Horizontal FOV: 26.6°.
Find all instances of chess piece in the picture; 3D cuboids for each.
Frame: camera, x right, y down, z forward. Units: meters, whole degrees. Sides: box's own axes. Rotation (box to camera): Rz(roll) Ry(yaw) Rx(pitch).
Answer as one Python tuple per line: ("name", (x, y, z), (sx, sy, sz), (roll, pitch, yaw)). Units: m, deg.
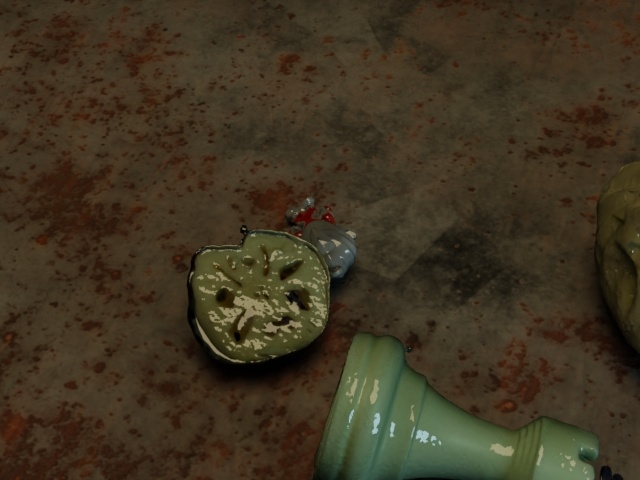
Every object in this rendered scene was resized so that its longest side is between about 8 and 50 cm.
("chess piece", (0.155, 0.233, 1.534), (0.299, 0.194, 0.194), (17, 48, 4))

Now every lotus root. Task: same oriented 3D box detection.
("lotus root", (-0.082, 0.084, 1.740), (0.183, 0.078, 0.203), (6, 57, -2))

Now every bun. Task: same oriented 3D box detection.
("bun", (0.516, 0.017, 1.688), (0.326, 0.234, 0.362), (-12, 41, -14))

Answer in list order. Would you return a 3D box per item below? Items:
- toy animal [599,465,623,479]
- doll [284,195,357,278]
("toy animal", (0.390, 0.386, 1.402), (0.284, 0.225, 0.302), (-4, 59, 42))
("doll", (0.000, 0.000, 1.826), (0.094, 0.079, 0.180), (-32, 38, 1))
